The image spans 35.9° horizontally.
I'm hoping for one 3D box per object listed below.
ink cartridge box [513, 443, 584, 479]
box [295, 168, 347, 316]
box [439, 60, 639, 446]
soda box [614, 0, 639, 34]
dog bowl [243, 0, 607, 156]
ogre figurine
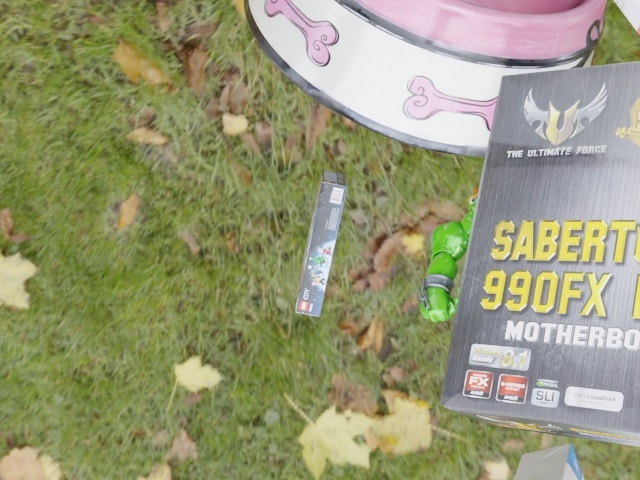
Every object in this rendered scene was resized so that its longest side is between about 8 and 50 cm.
[{"bbox_3d":[0.336,0.410,1.336,0.078,0.134,0.231,-19,94,21],"label":"ink cartridge box"},{"bbox_3d":[0.000,0.000,1.740,0.044,0.159,0.233,11,102,-3],"label":"box"},{"bbox_3d":[0.180,0.006,0.453,0.056,0.231,0.183,28,71,-48],"label":"box"},{"bbox_3d":[0.648,-0.396,1.809,0.286,0.098,0.091,54,139,1],"label":"soda box"},{"bbox_3d":[0.130,-0.279,1.094,0.408,0.408,0.150,16,133,-6],"label":"dog bowl"},{"bbox_3d":[0.193,0.008,1.074,0.197,0.118,0.097,-38,133,25],"label":"ogre figurine"}]
